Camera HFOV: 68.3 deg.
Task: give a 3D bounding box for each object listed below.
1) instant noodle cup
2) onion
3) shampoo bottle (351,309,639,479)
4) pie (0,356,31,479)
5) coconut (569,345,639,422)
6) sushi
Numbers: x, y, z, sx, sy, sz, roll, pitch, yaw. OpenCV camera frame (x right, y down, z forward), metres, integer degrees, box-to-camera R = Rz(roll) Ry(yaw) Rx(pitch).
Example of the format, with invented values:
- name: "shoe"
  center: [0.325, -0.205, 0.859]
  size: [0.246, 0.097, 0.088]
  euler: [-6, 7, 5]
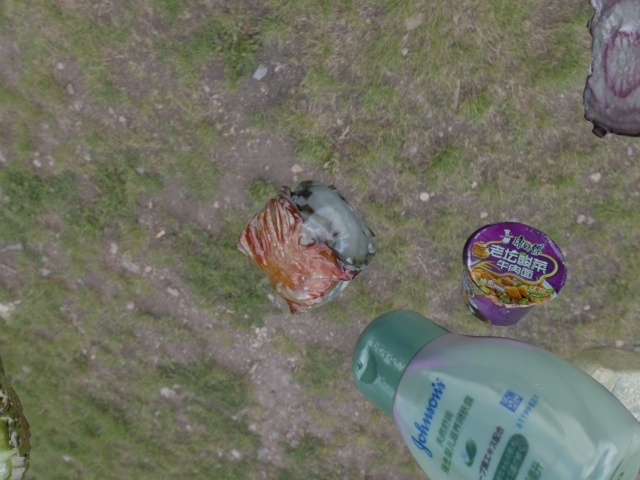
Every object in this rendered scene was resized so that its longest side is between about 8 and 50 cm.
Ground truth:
- name: "instant noodle cup"
  center: [0.488, 0.103, 1.252]
  size: [0.251, 0.251, 0.190]
  euler: [8, 148, 11]
- name: "onion"
  center: [0.630, -0.339, 0.857]
  size: [0.146, 0.280, 0.314]
  euler: [-14, 119, -19]
- name: "shampoo bottle"
  center: [0.180, 0.205, 0.590]
  size: [0.350, 0.151, 0.221]
  euler: [29, 111, 49]
- name: "pie"
  center: [-0.439, 0.160, 0.573]
  size: [0.288, 0.103, 0.354]
  euler: [45, 133, 33]
- name: "coconut"
  center: [0.702, 0.371, 1.158]
  size: [0.224, 0.224, 0.224]
  euler: [7, 120, 11]
- name: "sushi"
  center: [0.000, 0.000, 0.574]
  size: [0.124, 0.332, 0.130]
  euler: [46, 102, 3]
